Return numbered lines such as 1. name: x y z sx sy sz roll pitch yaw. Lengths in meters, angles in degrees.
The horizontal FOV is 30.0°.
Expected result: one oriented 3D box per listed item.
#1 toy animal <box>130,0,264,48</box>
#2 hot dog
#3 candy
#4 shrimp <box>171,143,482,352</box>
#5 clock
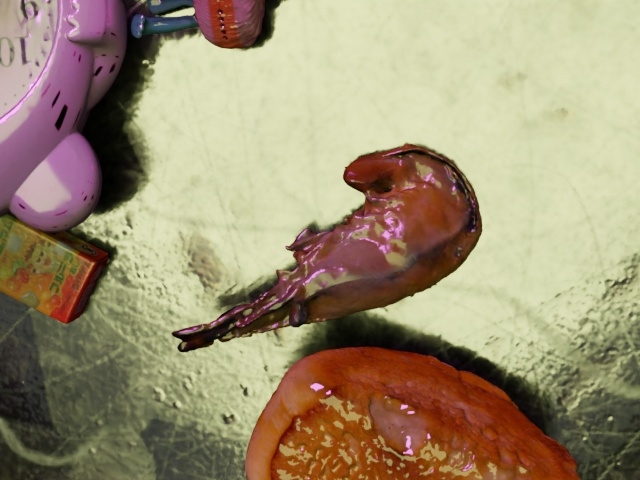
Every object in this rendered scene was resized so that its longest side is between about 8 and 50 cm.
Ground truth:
1. toy animal: -0.049 -0.205 0.905 0.208 0.103 0.100 -15 87 11
2. hot dog: 0.077 0.175 0.921 0.256 0.153 0.150 25 104 4
3. candy: -0.243 0.014 0.985 0.122 0.038 0.062 28 99 1
4. shrimp: 0.000 0.008 0.951 0.262 0.066 0.117 -17 81 -7
5. clock: -0.295 -0.161 0.901 0.295 0.113 0.322 -4 92 -7
